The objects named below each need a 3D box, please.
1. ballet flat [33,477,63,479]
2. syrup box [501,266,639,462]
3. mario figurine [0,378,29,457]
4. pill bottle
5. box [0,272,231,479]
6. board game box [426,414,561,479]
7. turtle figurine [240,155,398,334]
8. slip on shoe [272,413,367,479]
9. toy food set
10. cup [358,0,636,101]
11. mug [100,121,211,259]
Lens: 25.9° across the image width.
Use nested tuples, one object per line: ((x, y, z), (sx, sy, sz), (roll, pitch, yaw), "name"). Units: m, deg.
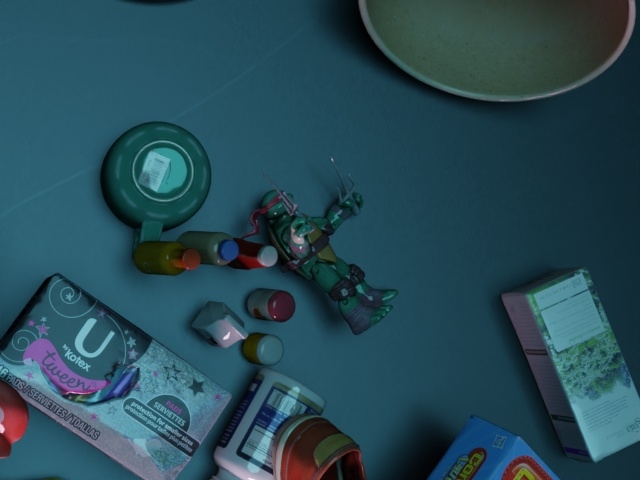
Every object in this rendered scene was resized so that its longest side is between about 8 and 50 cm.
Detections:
((-0.393, 0.315, 1.604), (0.230, 0.077, 0.077), (-7, 89, -15), "ballet flat")
((0.331, 0.160, 1.800), (0.093, 0.096, 0.237), (-23, 92, -14), "syrup box")
((-0.420, 0.271, 1.461), (0.170, 0.198, 0.320), (47, 111, 18), "mario figurine")
((-0.071, 0.247, 1.687), (0.094, 0.094, 0.169), (31, 79, -11), "pill bottle")
((-0.248, 0.161, 1.610), (0.247, 0.163, 0.142), (35, 78, -10), "box")
((0.203, 0.422, 1.689), (0.302, 0.086, 0.308), (-52, 125, -12), "board game box")
((0.000, 0.000, 1.720), (0.234, 0.118, 0.175), (53, 35, -7), "turtle figurine")
((0.021, 0.367, 1.660), (0.123, 0.101, 0.331), (-22, 113, -34), "slip on shoe")
((-0.099, 0.059, 1.655), (0.232, 0.104, 0.111), (47, 65, -27), "toy food set")
((0.229, -0.368, 1.728), (0.331, 0.331, 0.237), (21, 56, -12), "cup")
((-0.191, -0.065, 1.677), (0.129, 0.097, 0.158), (-25, 92, -16), "mug")
